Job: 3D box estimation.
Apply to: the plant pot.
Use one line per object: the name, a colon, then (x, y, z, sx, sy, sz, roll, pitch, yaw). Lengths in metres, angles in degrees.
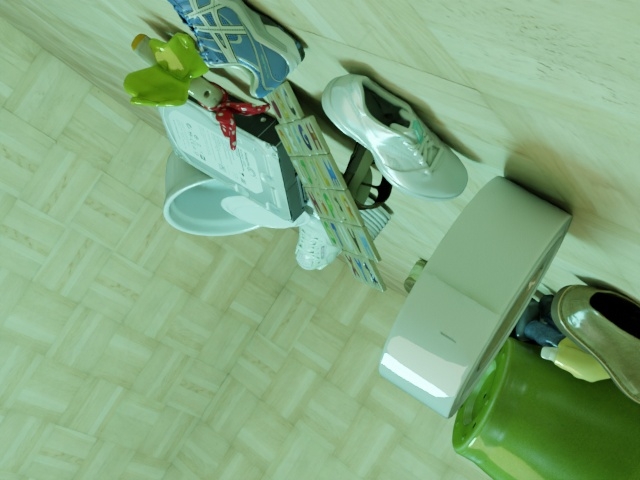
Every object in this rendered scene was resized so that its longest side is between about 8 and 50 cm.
plant pot: (0.448, 0.354, 1.737, 0.353, 0.366, 0.366, 26, 177, -1)

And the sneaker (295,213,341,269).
sneaker: (0.000, 0.000, 2.249, 0.114, 0.152, 0.305, 34, 176, 18)

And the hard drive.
hard drive: (-0.181, -0.191, 1.863, 0.339, 0.064, 0.237, 30, 153, 25)

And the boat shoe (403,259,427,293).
boat shoe: (0.356, 0.145, 2.407, 0.285, 0.089, 0.104, 30, 150, 1)

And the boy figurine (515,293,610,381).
boy figurine: (0.458, 0.182, 1.600, 0.177, 0.092, 0.285, -8, -161, -29)

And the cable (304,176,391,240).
cable: (0.022, -0.085, 1.986, 0.257, 0.089, 0.257, 35, 176, -30)

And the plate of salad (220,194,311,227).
plate of salad: (-0.118, -0.071, 2.053, 0.199, 0.048, 0.200, 10, 164, 3)

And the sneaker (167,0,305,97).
sneaker: (-0.121, -0.249, 1.090, 0.211, 0.081, 0.080, 35, 178, -10)

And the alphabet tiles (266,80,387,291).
alphabet tiles: (0.005, -0.082, 1.453, 0.342, 0.011, 0.285, 64, 171, -10)

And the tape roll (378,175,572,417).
tape roll: (0.185, 0.068, 1.121, 0.100, 0.286, 0.286, 32, 177, 16)

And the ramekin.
ramekin: (-0.221, -0.130, 2.132, 0.277, 0.277, 0.135, 38, -142, -57)

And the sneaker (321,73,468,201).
sneaker: (0.100, -0.117, 1.093, 0.212, 0.080, 0.094, 35, 164, -19)

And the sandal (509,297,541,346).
sandal: (0.458, 0.201, 1.884, 0.446, 0.167, 0.107, 38, -155, -20)

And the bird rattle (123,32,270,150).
bird rattle: (-0.215, -0.275, 1.595, 0.253, 0.143, 0.207, 17, -159, -49)

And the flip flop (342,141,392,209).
flip flop: (0.075, -0.092, 1.472, 0.080, 0.112, 0.277, 18, 170, 2)

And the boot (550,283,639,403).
boot: (0.491, 0.172, 1.406, 0.305, 0.112, 0.115, 35, 165, -8)
